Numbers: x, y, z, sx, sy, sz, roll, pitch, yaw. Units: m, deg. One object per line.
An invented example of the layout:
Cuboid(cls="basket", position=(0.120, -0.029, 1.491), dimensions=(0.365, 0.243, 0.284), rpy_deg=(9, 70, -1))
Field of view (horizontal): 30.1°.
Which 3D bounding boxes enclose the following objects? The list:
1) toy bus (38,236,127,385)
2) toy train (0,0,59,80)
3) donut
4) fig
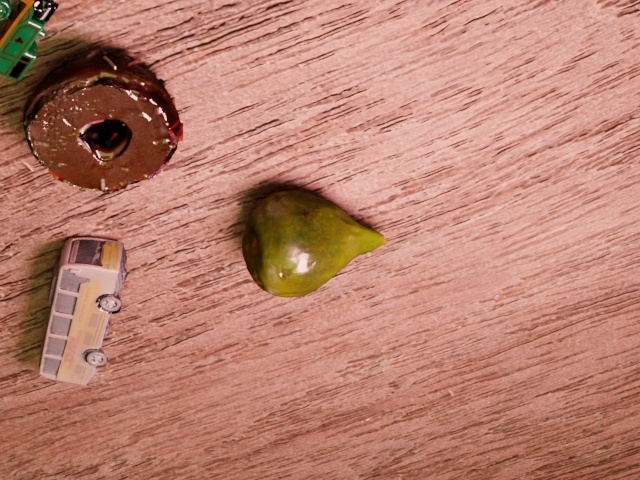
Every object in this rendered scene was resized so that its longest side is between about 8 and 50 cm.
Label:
Cuboid(cls="toy bus", position=(-0.459, 0.138, 2.297), dimensions=(0.138, 0.097, 0.342), rpy_deg=(12, 131, -10))
Cuboid(cls="toy train", position=(-0.489, -0.336, 1.853), dimensions=(0.136, 0.091, 0.228), rpy_deg=(23, 125, -40))
Cuboid(cls="donut", position=(-0.363, -0.199, 1.990), dimensions=(0.270, 0.103, 0.269), rpy_deg=(-4, 136, -4))
Cuboid(cls="fig", position=(0.000, 0.000, 2.194), dimensions=(0.275, 0.206, 0.206), rpy_deg=(-7, 135, -22))
